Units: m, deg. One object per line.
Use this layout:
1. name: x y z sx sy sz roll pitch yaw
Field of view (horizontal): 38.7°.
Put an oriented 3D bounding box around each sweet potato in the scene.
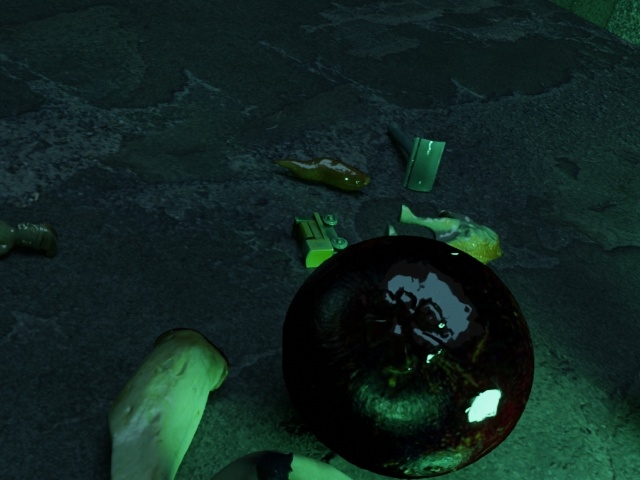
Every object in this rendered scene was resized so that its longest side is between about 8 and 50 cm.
1. sweet potato: 0.000 -0.132 1.720 0.195 0.056 0.056 9 33 -5

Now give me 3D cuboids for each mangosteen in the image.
1. mangosteen: 0.109 0.149 1.152 0.330 0.330 0.330 13 33 -8

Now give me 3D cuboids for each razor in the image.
1. razor: 0.179 -0.193 1.882 0.068 0.106 0.232 7 23 -18

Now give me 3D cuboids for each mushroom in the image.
1. mushroom: -0.199 0.220 1.074 0.107 0.087 0.333 20 35 2

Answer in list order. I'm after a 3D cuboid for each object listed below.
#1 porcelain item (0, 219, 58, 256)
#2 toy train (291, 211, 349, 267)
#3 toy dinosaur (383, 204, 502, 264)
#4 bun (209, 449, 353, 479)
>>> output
1. porcelain item: -0.485 -0.012 1.306 0.213 0.054 0.084 6 36 -20
2. toy train: 0.000 0.000 1.529 0.081 0.050 0.122 -4 40 -19
3. toy dinosaur: 0.205 0.002 1.531 0.205 0.092 0.393 18 10 7
4. bun: -0.027 0.354 0.875 0.293 0.187 0.293 36 21 -16
